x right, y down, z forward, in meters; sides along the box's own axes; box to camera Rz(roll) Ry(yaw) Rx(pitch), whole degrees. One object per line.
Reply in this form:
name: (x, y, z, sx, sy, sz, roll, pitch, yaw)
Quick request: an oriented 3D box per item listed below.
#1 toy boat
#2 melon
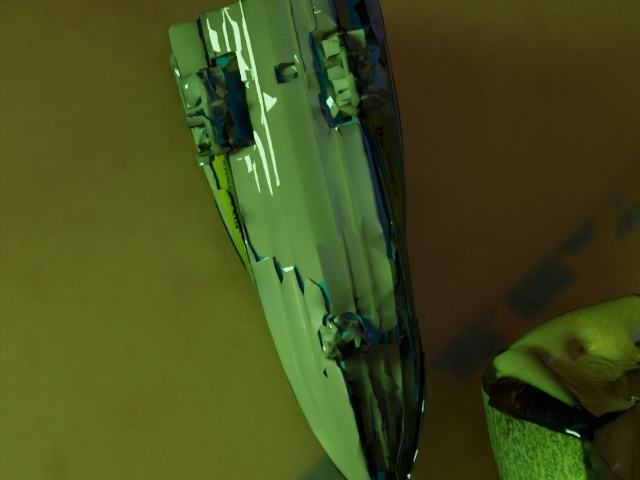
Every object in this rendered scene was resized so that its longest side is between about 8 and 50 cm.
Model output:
toy boat: (0.000, 0.000, 0.658, 0.084, 0.066, 0.210, -13, 87, 3)
melon: (0.112, 0.091, 0.675, 0.160, 0.079, 0.128, -15, 100, -53)
